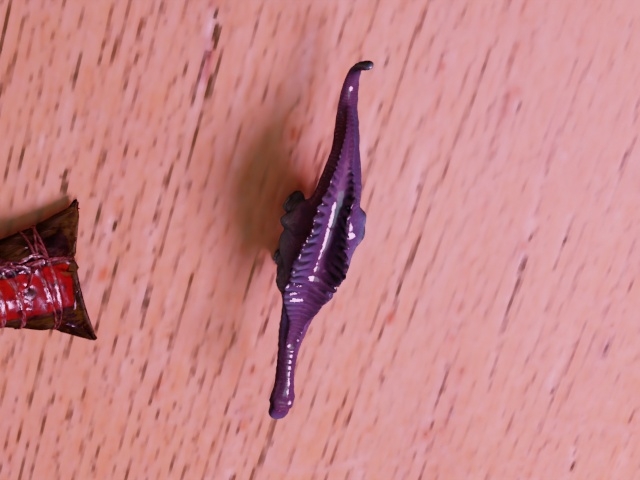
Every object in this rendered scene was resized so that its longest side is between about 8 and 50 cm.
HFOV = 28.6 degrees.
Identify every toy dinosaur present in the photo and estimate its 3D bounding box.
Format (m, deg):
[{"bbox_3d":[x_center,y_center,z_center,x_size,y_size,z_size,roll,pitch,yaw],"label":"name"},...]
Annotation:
[{"bbox_3d":[0.000,0.000,0.641,0.045,0.080,0.197,12,109,-8],"label":"toy dinosaur"}]

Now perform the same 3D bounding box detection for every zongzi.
[{"bbox_3d":[-0.149,0.012,0.653,0.083,0.067,0.074,10,98,-29],"label":"zongzi"}]
